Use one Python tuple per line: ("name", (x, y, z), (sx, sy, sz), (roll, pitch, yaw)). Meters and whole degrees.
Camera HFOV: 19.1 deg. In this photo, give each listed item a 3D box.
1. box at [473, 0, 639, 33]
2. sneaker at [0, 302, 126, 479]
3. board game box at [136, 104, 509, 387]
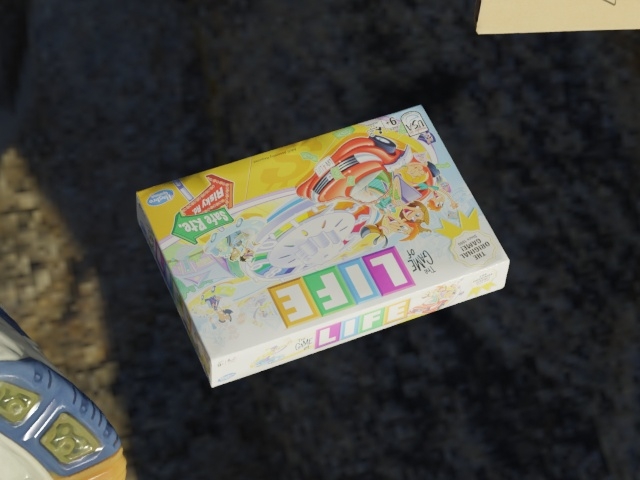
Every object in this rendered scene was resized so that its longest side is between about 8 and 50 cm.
("box", (0.211, -0.210, 1.275), (0.021, 0.201, 0.164), (-100, 11, -46))
("sneaker", (-0.198, 0.016, 0.705), (0.131, 0.112, 0.296), (38, 167, 52))
("board game box", (0.000, 0.000, 0.924), (0.026, 0.154, 0.103), (95, 152, -56))
